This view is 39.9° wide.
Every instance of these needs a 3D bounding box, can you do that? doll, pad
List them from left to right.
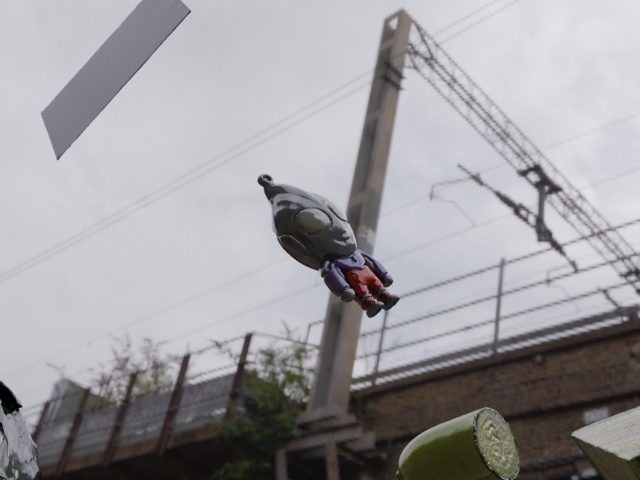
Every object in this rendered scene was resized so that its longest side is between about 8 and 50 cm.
[{"bbox_3d":[-0.206,-0.171,0.867,0.190,0.127,0.004,-46,-54,6],"label":"pad"},{"bbox_3d":[0.000,0.000,1.030,0.227,0.102,0.075,49,-55,21],"label":"doll"}]

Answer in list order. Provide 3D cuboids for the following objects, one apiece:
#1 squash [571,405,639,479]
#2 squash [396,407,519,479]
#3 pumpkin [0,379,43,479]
[{"bbox_3d":[0.413,0.314,1.197,0.111,0.203,0.289,55,-36,8],"label":"squash"},{"bbox_3d":[0.202,0.343,1.373,0.186,0.123,0.123,-29,-51,28],"label":"squash"},{"bbox_3d":[-0.373,0.222,0.696,0.295,0.296,0.296,8,-36,6],"label":"pumpkin"}]
